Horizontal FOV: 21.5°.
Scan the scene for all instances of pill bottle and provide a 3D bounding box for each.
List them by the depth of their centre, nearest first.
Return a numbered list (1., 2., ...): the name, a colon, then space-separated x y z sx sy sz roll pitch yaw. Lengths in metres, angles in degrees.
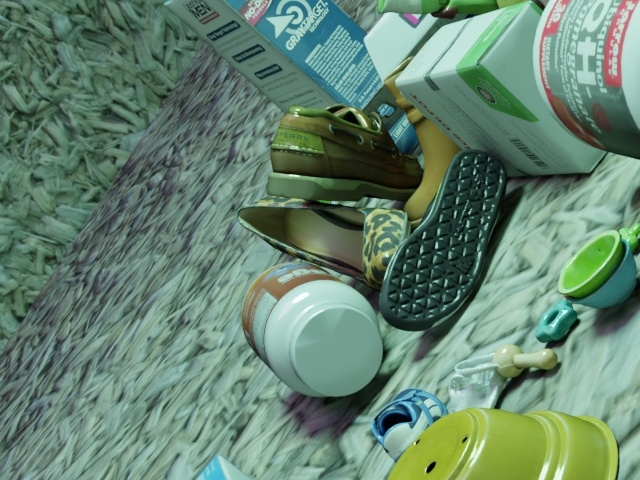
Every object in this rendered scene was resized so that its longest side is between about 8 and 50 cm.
1. pill bottle: 0.301 -0.144 1.343 0.176 0.176 0.318 -50 14 -2
2. pill bottle: -0.006 0.094 1.749 0.121 0.121 0.216 -50 15 -3

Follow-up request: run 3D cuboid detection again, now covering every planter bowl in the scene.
1. planter bowl: 0.109 0.189 1.239 0.217 0.090 0.217 -45 15 15

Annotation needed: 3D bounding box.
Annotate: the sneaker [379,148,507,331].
1. sneaker: 0.128 0.012 1.704 0.234 0.084 0.097 -57 -7 -32

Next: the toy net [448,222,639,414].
1. toy net: 0.179 0.069 1.425 0.232 0.045 0.122 -43 16 24

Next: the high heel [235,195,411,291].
1. high heel: 0.000 0.000 1.828 0.261 0.186 0.093 -111 27 -82

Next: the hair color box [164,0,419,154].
1. hair color box: -0.022 -0.241 2.187 0.105 0.347 0.174 -53 16 -16

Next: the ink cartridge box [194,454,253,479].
1. ink cartridge box: -0.094 0.303 1.440 0.190 0.140 0.082 -48 16 3

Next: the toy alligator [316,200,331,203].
1. toy alligator: -0.012 -0.021 2.206 0.190 0.056 0.051 -28 68 52

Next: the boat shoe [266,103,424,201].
1. boat shoe: 0.044 -0.100 1.895 0.307 0.111 0.104 -7 -78 -67

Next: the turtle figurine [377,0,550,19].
1. turtle figurine: 0.204 -0.302 1.871 0.198 0.266 0.274 113 165 -52

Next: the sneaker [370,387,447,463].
1. sneaker: 0.076 0.158 1.472 0.053 0.059 0.144 -49 13 9

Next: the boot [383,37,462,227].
1. boot: 0.122 -0.123 1.855 0.197 0.152 0.073 -46 15 11

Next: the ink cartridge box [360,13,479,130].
1. ink cartridge box: 0.156 -0.287 2.016 0.371 0.069 0.176 -52 -13 8

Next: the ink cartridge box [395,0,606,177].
1. ink cartridge box: 0.192 -0.147 1.701 0.092 0.160 0.219 -51 15 -11
